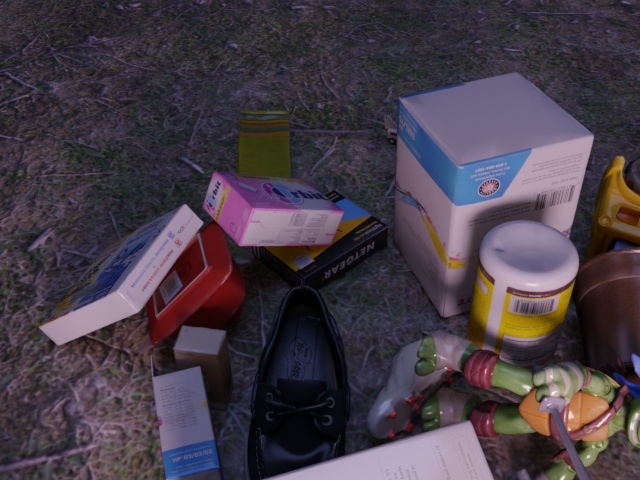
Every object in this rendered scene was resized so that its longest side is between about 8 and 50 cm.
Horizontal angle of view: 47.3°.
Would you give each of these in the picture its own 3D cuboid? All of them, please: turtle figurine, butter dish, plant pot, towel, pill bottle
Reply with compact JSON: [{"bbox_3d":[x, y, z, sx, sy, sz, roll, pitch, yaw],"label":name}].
[{"bbox_3d":[0.219,0.211,0.799,0.266,0.198,0.275,11,64,38],"label":"turtle figurine"},{"bbox_3d":[-0.160,0.079,1.037,0.160,0.118,0.160,-43,32,8],"label":"butter dish"},{"bbox_3d":[0.407,0.124,0.938,0.166,0.167,0.165,8,50,11],"label":"plant pot"},{"bbox_3d":[-0.108,-0.180,1.392,0.102,0.021,0.237,-4,42,-1],"label":"towel"},{"bbox_3d":[0.250,0.088,0.930,0.117,0.215,0.117,-1,42,1],"label":"pill bottle"}]

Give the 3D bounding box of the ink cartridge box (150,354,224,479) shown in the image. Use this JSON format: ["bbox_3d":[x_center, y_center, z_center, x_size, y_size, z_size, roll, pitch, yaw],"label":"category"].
[{"bbox_3d":[-0.157,0.227,0.870,0.061,0.104,0.181,-11,43,-11],"label":"ink cartridge box"}]

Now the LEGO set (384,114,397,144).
[{"bbox_3d":[0.233,-0.185,1.361,0.244,0.060,0.182,-15,39,-14],"label":"LEGO set"}]

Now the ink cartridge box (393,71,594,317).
[{"bbox_3d":[0.233,-0.066,1.063,0.198,0.270,0.197,-14,41,-13],"label":"ink cartridge box"}]

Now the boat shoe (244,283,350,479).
[{"bbox_3d":[-0.025,0.190,0.901,0.127,0.113,0.340,5,42,6],"label":"boat shoe"}]

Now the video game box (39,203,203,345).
[{"bbox_3d":[-0.282,0.049,1.038,0.205,0.048,0.187,-23,25,38],"label":"video game box"}]

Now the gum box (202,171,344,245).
[{"bbox_3d":[-0.064,-0.046,1.085,0.188,0.062,0.107,0,32,-43],"label":"gum box"}]

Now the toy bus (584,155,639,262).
[{"bbox_3d":[0.507,0.004,1.085,0.220,0.150,0.212,19,59,19],"label":"toy bus"}]

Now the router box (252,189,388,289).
[{"bbox_3d":[0.000,0.000,1.166,0.178,0.046,0.133,-31,50,-29],"label":"router box"}]

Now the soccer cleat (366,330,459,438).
[{"bbox_3d":[0.111,0.185,0.945,0.076,0.068,0.196,24,40,33],"label":"soccer cleat"}]

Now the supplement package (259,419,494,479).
[{"bbox_3d":[0.020,0.310,0.687,0.292,0.175,0.178,-12,63,-12],"label":"supplement package"}]

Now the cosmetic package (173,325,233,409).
[{"bbox_3d":[-0.148,0.164,0.934,0.060,0.115,0.041,5,42,8],"label":"cosmetic package"}]
